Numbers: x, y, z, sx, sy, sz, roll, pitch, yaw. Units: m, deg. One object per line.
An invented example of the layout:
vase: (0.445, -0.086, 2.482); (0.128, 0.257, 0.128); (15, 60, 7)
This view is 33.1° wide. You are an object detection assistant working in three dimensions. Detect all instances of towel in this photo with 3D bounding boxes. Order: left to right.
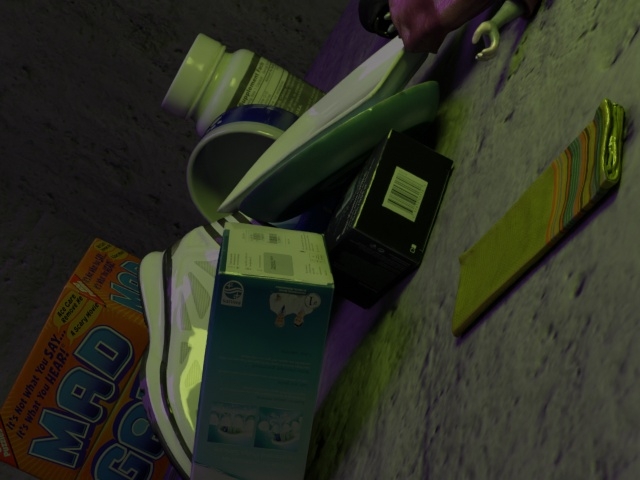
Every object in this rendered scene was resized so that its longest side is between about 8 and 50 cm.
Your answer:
towel: (0.180, -0.015, 0.929); (0.237, 0.021, 0.102); (-53, 12, 45)

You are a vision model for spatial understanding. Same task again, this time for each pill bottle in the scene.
pill bottle: (-0.125, -0.259, 2.184); (0.204, 0.361, 0.204); (-59, 10, 17)

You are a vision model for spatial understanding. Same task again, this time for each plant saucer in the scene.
plant saucer: (0.035, -0.108, 1.452); (0.317, 0.044, 0.317); (-32, -5, -3)

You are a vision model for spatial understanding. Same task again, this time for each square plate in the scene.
square plate: (0.030, -0.191, 1.620); (0.344, 0.049, 0.347); (-34, 13, 38)

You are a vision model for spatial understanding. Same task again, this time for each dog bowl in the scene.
dog bowl: (-0.117, -0.125, 2.063); (0.265, 0.264, 0.104); (-55, 10, 37)

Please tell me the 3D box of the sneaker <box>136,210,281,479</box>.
sneaker: (-0.104, 0.129, 1.465); (0.257, 0.169, 0.448); (-34, 49, 19)

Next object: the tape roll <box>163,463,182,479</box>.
tape roll: (-0.170, 0.334, 1.624); (0.189, 0.080, 0.189); (-59, 11, 18)

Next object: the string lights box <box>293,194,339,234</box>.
string lights box: (0.000, 0.000, 1.665); (0.260, 0.076, 0.133); (-64, 10, -9)

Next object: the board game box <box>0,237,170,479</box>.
board game box: (-0.379, 0.266, 2.082); (0.356, 0.356, 0.356); (-61, 10, 11)

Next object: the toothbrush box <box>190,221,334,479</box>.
toothbrush box: (-0.070, 0.150, 1.211); (0.216, 0.126, 0.296); (-101, 18, -74)

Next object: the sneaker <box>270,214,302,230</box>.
sneaker: (-0.123, 0.061, 1.990); (0.319, 0.127, 0.208); (-24, 54, 32)

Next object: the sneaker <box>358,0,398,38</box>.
sneaker: (0.133, -0.473, 2.223); (0.286, 0.109, 0.130); (149, 141, -76)

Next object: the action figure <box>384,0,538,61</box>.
action figure: (0.227, -0.362, 1.368); (0.275, 0.248, 0.370); (-20, 6, -26)

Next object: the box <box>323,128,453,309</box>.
box: (0.071, -0.024, 1.316); (0.158, 0.093, 0.156); (-49, 16, 58)
